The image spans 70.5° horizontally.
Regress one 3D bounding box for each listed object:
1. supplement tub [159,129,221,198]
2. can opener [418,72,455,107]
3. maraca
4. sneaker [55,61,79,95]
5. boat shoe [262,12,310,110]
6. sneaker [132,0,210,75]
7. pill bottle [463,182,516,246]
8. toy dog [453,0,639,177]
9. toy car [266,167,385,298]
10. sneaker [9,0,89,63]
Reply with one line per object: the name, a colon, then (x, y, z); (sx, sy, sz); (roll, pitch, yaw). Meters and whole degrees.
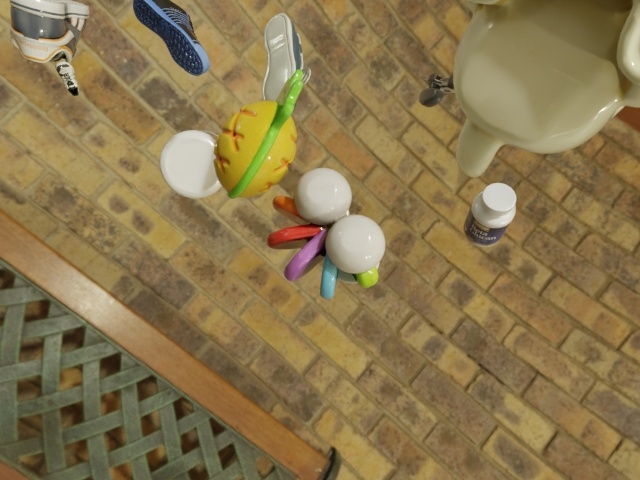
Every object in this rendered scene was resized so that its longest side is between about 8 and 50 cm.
supplement tub: (-0.366, -0.237, 1.378); (0.191, 0.191, 0.272); (44, 5, -14)
can opener: (0.350, -0.370, 1.141); (0.076, 0.095, 0.283); (20, 10, -27)
maraca: (-0.074, -0.132, 0.580); (0.099, 0.185, 0.127); (25, 32, -23)
sneaker: (-0.524, -0.336, 0.948); (0.036, 0.032, 0.083); (62, -16, 13)
boat shoe: (-0.076, -0.369, 0.988); (0.079, 0.095, 0.254); (23, 54, -53)
sneaker: (-0.319, -0.477, 1.037); (0.232, 0.090, 0.081); (48, -43, 3)
pill bottle: (0.388, -0.058, 1.035); (0.094, 0.094, 0.169); (38, -15, 21)
toy dog: (0.363, -0.261, 0.573); (0.285, 0.408, 0.395); (33, -51, 28)
toy car: (0.000, 0.000, 0.624); (0.182, 0.136, 0.159); (56, -5, 11)
sneaker: (-0.582, -0.458, 0.969); (0.126, 0.127, 0.321); (9, 25, -18)
